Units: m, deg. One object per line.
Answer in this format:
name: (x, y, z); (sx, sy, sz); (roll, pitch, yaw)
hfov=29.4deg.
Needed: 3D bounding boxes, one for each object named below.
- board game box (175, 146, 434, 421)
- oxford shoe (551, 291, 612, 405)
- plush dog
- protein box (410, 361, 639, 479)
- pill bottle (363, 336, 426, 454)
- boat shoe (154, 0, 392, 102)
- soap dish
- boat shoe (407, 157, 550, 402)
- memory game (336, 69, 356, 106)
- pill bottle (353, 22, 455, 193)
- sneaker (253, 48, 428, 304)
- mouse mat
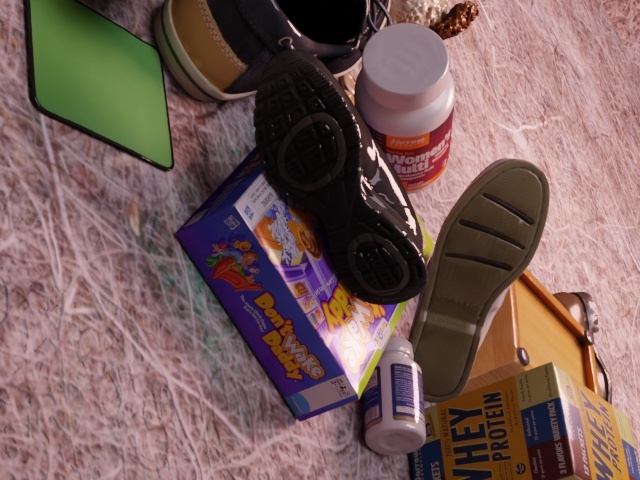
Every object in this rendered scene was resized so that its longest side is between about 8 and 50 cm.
board game box: (0.000, 0.000, 1.332); (0.233, 0.078, 0.347); (58, 29, -14)
oxford shoe: (0.378, 0.188, 1.857); (0.096, 0.083, 0.227); (4, 64, -34)
plush dog: (0.129, -0.407, 1.813); (0.262, 0.210, 0.225); (21, 61, -17)
protein box: (0.238, 0.262, 1.406); (0.201, 0.200, 0.136); (34, 41, -44)
pill bottle: (0.080, 0.170, 1.349); (0.067, 0.067, 0.120); (39, 38, -40)
boat shoe: (-0.007, -0.287, 1.445); (0.187, 0.156, 0.500); (61, 31, -4)
soap dish: (0.269, 0.159, 1.628); (0.291, 0.118, 0.229); (42, 36, -36)
boat shoe: (0.172, 0.037, 1.433); (0.113, 0.302, 0.103); (24, 13, -3)
memory game: (-0.003, -0.239, 1.583); (0.186, 0.012, 0.186); (39, 38, -39)
pill bottle: (0.102, -0.158, 1.487); (0.221, 0.121, 0.121); (84, -2, -63)
sneaker: (0.022, -0.072, 1.253); (0.286, 0.109, 0.130); (63, 20, -24)
mouse mat: (-0.210, -0.158, 1.172); (0.189, 0.007, 0.153); (27, 46, -51)
